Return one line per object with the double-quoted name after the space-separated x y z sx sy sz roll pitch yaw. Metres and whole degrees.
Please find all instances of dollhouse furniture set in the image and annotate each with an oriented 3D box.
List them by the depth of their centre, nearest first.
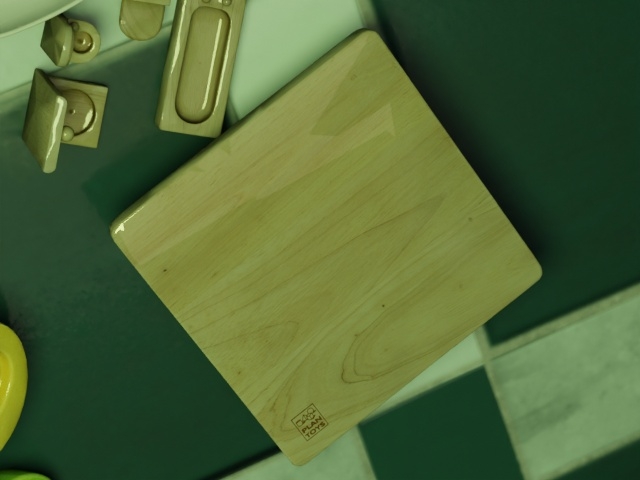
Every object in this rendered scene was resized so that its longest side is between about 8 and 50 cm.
-0.133 -0.123 1.465 0.151 0.123 0.144 8 102 -17 "dollhouse furniture set"

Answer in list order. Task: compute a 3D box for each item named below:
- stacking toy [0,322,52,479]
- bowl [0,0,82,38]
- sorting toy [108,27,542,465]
-0.339 0.224 1.478 0.309 0.130 0.279 -55 145 -33 "stacking toy"
-0.232 -0.232 1.439 0.142 0.053 0.142 -30 107 -16 "bowl"
0.000 0.000 1.554 0.257 0.089 0.255 -38 110 -3 "sorting toy"
